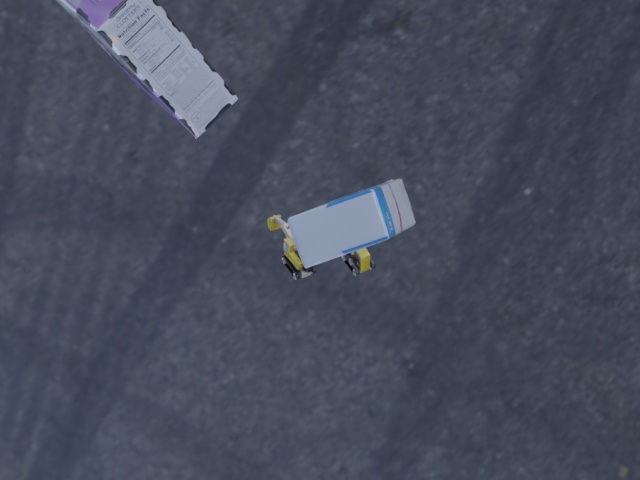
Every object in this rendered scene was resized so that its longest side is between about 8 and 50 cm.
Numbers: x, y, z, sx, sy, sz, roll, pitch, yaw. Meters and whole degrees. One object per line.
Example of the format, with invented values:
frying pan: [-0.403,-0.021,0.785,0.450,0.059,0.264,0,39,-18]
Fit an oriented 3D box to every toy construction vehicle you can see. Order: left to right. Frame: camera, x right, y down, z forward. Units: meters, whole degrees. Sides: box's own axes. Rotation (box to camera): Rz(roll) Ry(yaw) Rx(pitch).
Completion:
toy construction vehicle: [0.000,0.000,1.495,0.098,0.086,0.035,56,154,37]

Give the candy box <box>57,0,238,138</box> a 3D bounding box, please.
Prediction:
candy box: [-0.200,-0.222,1.552,0.165,0.070,0.196,42,176,44]

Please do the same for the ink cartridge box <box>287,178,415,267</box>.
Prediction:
ink cartridge box: [0.032,-0.018,1.353,0.088,0.122,0.052,-19,93,17]
